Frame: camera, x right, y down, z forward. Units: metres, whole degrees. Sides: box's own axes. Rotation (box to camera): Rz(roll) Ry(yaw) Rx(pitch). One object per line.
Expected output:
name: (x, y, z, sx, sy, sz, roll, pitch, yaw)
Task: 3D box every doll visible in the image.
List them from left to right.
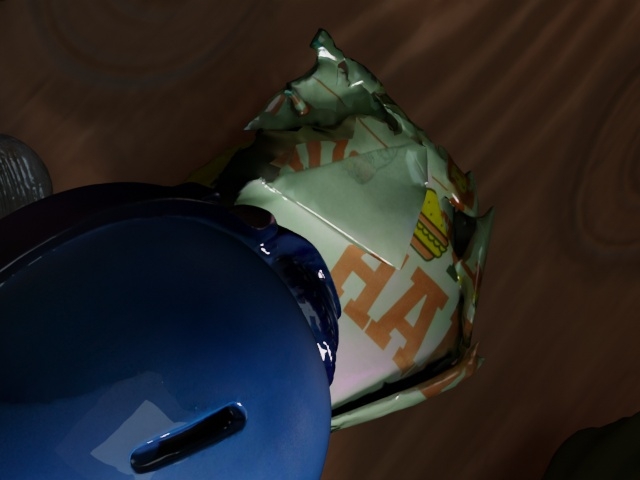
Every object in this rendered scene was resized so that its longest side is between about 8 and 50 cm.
doll: (-0.106, 0.121, 0.989, 0.284, 0.240, 0.310, -26, 119, -28)

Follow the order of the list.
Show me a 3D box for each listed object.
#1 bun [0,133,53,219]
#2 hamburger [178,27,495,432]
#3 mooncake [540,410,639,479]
bun: (-0.191, -0.024, 1.108, 0.083, 0.045, 0.083, 0, 90, -23)
hamburger: (0.000, -0.003, 1.162, 0.214, 0.125, 0.235, -25, 104, -30)
mooncake: (0.197, 0.263, 1.129, 0.194, 0.356, 0.356, 36, 74, -16)
